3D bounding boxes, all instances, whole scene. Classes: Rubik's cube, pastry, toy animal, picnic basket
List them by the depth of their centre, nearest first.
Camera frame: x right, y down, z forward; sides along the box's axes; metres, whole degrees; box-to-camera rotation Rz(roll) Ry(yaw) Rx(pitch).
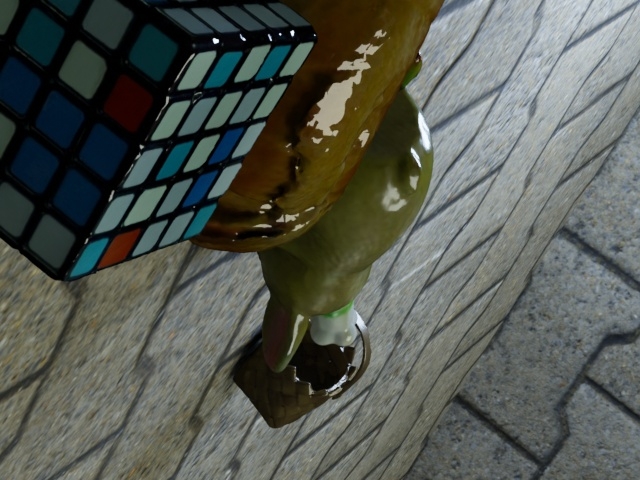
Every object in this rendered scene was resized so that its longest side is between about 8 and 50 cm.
[{"bbox_3d":[-0.144,-0.107,1.160,0.184,0.182,0.187,-58,164,21],"label":"Rubik's cube"},{"bbox_3d":[-0.011,-0.152,1.377,0.356,0.164,0.356,-61,180,0],"label":"pastry"},{"bbox_3d":[-0.010,-0.017,1.835,0.181,0.180,0.363,-33,162,-39],"label":"toy animal"},{"bbox_3d":[-0.008,0.141,2.299,0.178,0.128,0.138,-49,171,32],"label":"picnic basket"}]

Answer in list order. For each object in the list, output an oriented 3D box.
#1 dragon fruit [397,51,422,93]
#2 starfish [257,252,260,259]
[{"bbox_3d":[0.031,-0.191,1.676,0.142,0.138,0.175,-34,-157,42],"label":"dragon fruit"},{"bbox_3d":[-0.045,-0.025,1.942,0.130,0.041,0.133,-59,139,-15],"label":"starfish"}]
